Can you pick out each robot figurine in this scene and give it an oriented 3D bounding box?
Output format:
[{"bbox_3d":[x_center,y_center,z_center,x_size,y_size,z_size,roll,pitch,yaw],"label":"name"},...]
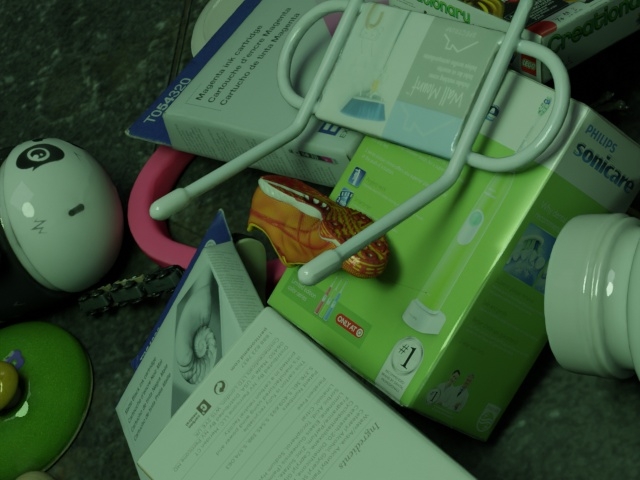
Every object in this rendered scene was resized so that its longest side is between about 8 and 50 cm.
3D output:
[{"bbox_3d":[-0.341,-0.004,1.637,0.278,0.173,0.209,-20,53,21],"label":"robot figurine"}]

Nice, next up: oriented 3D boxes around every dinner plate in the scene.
[{"bbox_3d":[-0.086,-0.245,1.738,0.141,0.017,0.141,-15,56,24],"label":"dinner plate"}]

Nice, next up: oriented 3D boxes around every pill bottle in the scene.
[{"bbox_3d":[0.339,0.051,1.175,0.318,0.176,0.176,3,63,33],"label":"pill bottle"}]

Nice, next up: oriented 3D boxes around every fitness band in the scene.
[{"bbox_3d":[-0.071,-0.048,1.578,0.291,0.054,0.209,14,70,39],"label":"fitness band"}]

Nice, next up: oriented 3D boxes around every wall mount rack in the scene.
[{"bbox_3d":[0.023,-0.111,1.304,0.350,0.130,0.304,22,86,47],"label":"wall mount rack"}]

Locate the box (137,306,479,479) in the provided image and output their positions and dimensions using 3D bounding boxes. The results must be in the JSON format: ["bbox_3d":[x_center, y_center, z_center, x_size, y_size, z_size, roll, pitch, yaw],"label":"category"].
[{"bbox_3d":[0.056,0.238,1.209,0.168,0.215,0.345,-50,48,-4],"label":"box"}]

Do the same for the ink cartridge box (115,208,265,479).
[{"bbox_3d":[-0.120,0.119,1.438,0.223,0.045,0.224,-59,39,31],"label":"ink cartridge box"}]

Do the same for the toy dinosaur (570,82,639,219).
[{"bbox_3d":[0.216,-0.085,1.420,0.268,0.064,0.118,33,88,44],"label":"toy dinosaur"}]

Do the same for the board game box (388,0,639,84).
[{"bbox_3d":[0.237,-0.252,1.423,0.305,0.053,0.193,-30,42,-28],"label":"board game box"}]

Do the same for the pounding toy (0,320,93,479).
[{"bbox_3d":[-0.336,0.170,1.567,0.183,0.110,0.237,-14,55,25],"label":"pounding toy"}]

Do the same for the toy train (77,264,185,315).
[{"bbox_3d":[-0.192,0.049,1.584,0.158,0.027,0.036,-16,19,42],"label":"toy train"}]

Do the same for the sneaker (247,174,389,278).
[{"bbox_3d":[0.000,0.000,1.333,0.175,0.064,0.067,34,116,51],"label":"sneaker"}]

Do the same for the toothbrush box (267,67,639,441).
[{"bbox_3d":[0.117,-0.006,1.346,0.206,0.122,0.283,32,94,45],"label":"toothbrush box"}]

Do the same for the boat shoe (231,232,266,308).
[{"bbox_3d":[-0.078,0.058,1.481,0.042,0.049,0.133,-152,66,-62],"label":"boat shoe"}]

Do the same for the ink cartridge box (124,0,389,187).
[{"bbox_3d":[-0.002,-0.205,1.575,0.330,0.071,0.324,16,56,36],"label":"ink cartridge box"}]
